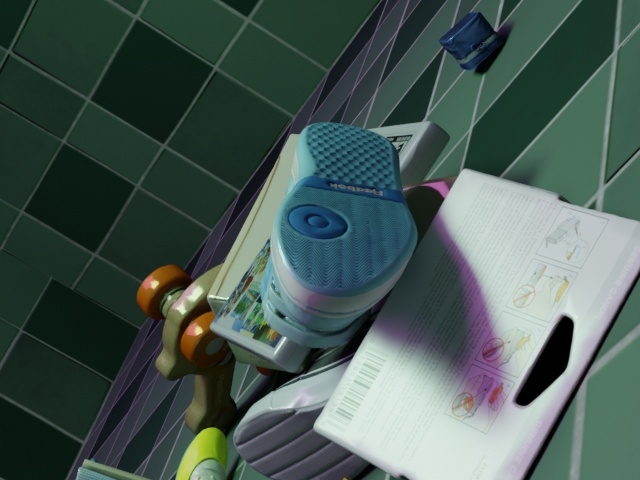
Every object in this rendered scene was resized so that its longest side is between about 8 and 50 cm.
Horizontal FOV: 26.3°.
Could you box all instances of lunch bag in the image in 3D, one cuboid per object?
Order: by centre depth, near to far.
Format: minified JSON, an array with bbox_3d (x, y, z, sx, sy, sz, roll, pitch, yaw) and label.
[{"bbox_3d":[0.216,-0.278,1.934,0.067,0.065,0.098,-42,10,4],"label":"lunch bag"}]

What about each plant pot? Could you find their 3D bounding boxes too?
[{"bbox_3d":[0.129,-0.003,1.361,0.096,0.109,0.109,-30,51,33],"label":"plant pot"}]

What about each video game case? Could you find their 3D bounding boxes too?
[{"bbox_3d":[0.000,0.000,1.558,0.300,0.036,0.329,-56,15,-7],"label":"video game case"}]

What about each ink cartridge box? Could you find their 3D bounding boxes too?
[{"bbox_3d":[0.145,0.087,1.145,0.239,0.060,0.275,22,78,50],"label":"ink cartridge box"}]

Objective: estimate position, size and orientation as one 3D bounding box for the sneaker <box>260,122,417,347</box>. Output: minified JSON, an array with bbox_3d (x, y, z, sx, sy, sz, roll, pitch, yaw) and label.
[{"bbox_3d":[0.007,0.042,1.249,0.319,0.127,0.208,-76,0,-63],"label":"sneaker"}]

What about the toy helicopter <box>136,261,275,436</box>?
[{"bbox_3d":[-0.144,0.163,2.061,0.235,0.140,0.355,-26,-37,-32],"label":"toy helicopter"}]

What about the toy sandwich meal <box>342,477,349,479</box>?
[{"bbox_3d":[0.016,0.269,1.352,0.085,0.029,0.085,-56,10,15],"label":"toy sandwich meal"}]

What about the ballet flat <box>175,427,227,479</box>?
[{"bbox_3d":[-0.176,0.374,1.909,0.077,0.077,0.231,4,64,55],"label":"ballet flat"}]

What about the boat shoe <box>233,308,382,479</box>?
[{"bbox_3d":[0.040,0.155,1.401,0.335,0.121,0.119,-33,18,44],"label":"boat shoe"}]

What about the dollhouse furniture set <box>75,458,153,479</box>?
[{"bbox_3d":[-0.296,0.418,1.696,0.198,0.287,0.303,-88,20,-71],"label":"dollhouse furniture set"}]

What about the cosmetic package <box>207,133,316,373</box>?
[{"bbox_3d":[-0.032,0.016,1.931,0.160,0.113,0.309,71,-146,-46],"label":"cosmetic package"}]
